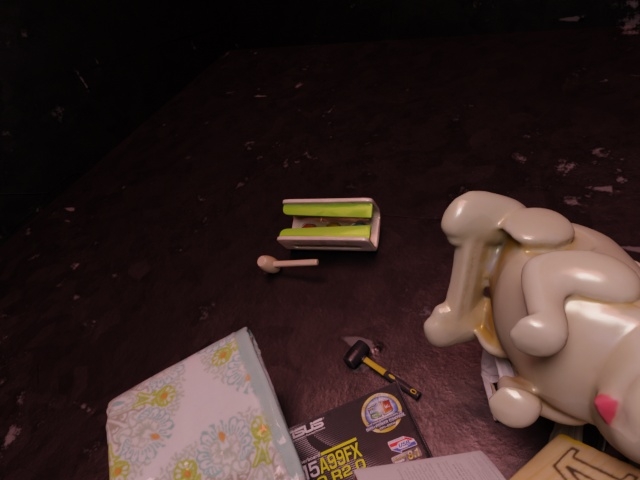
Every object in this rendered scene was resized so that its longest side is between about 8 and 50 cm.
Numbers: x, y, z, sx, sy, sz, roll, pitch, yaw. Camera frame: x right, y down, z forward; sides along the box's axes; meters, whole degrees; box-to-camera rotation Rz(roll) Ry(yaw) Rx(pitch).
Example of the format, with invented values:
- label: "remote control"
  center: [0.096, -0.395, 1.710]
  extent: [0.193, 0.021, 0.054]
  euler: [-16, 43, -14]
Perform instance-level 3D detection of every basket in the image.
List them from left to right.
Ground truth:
- label: "basket"
  center: [0.367, 0.247, 0.872]
  extent: [0.103, 0.167, 0.113]
  euler: [-8, 43, 8]

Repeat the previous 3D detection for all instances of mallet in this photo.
- label: "mallet"
  center: [0.129, 0.293, 1.018]
  extent: [0.062, 0.039, 0.189]
  euler: [-38, 49, -20]

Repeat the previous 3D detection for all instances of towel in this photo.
- label: "towel"
  center: [-0.216, 0.361, 0.823]
  extent: [0.320, 0.090, 0.375]
  euler: [-26, 43, -7]

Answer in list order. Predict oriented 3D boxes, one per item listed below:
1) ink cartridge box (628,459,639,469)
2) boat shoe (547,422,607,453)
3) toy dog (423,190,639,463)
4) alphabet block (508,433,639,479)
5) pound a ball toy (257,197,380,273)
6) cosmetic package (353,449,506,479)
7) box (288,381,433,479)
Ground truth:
- label: "ink cartridge box"
  center: [0.569, 0.263, 0.742]
  extent: [0.121, 0.211, 0.289]
  euler: [4, 49, 23]
- label: "boat shoe"
  center: [0.476, 0.323, 0.831]
  extent: [0.079, 0.084, 0.233]
  euler: [40, 55, 3]
- label: "toy dog"
  center: [0.387, 0.142, 0.646]
  extent: [0.394, 0.285, 0.408]
  euler: [4, 23, -21]
- label: "alphabet block"
  center: [0.364, 0.421, 0.627]
  extent: [0.197, 0.193, 0.193]
  euler: [-34, 7, -13]
- label: "pound a ball toy"
  center: [0.000, 0.000, 1.322]
  extent: [0.318, 0.136, 0.209]
  euler: [0, 72, 22]
- label: "cosmetic package"
  center: [0.170, 0.420, 0.739]
  extent: [0.230, 0.118, 0.085]
  euler: [-4, 15, -14]
- label: "box"
  center: [0.070, 0.422, 0.886]
  extent: [0.269, 0.060, 0.216]
  euler: [-22, 43, -1]
